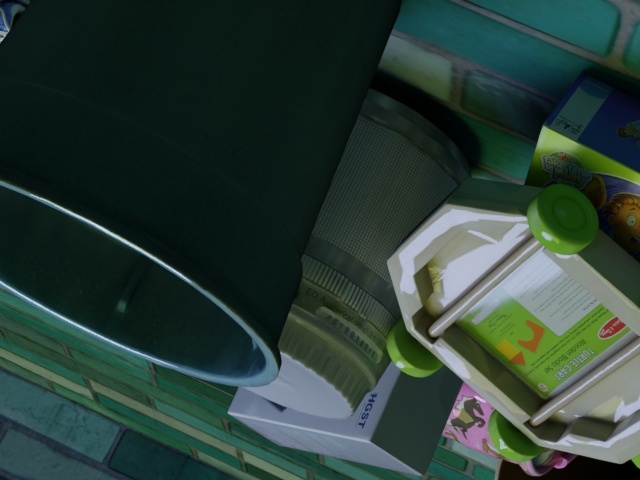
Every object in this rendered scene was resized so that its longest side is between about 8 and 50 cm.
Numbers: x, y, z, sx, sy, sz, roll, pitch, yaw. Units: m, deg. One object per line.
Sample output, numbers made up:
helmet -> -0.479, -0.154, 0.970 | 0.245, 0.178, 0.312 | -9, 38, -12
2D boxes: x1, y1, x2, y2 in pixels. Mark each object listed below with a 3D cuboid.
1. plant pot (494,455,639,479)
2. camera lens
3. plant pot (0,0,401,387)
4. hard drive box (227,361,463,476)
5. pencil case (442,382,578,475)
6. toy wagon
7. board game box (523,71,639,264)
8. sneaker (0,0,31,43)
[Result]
plant pot -> 0.368, 0.315, 2.196 | 0.237, 0.237, 0.254 | 15, 174, 33
camera lens -> 0.000, 0.000, 1.689 | 0.219, 0.274, 0.219 | 24, 162, 8
plant pot -> -0.114, -0.109, 1.450 | 0.341, 0.334, 0.341 | 25, 162, 9
hard drive box -> 0.037, 0.130, 1.876 | 0.089, 0.181, 0.232 | 36, 159, -36
pencil case -> 0.128, 0.154, 2.135 | 0.386, 0.160, 0.167 | 14, 165, 33
toy wagon -> 0.214, 0.098, 1.514 | 0.344, 0.068, 0.267 | 40, 143, -3
board game box -> 0.323, 0.039, 1.484 | 0.347, 0.078, 0.233 | 28, 141, 15
sneaker -> -0.340, -0.231, 1.885 | 0.211, 0.080, 0.081 | 29, 137, 2
